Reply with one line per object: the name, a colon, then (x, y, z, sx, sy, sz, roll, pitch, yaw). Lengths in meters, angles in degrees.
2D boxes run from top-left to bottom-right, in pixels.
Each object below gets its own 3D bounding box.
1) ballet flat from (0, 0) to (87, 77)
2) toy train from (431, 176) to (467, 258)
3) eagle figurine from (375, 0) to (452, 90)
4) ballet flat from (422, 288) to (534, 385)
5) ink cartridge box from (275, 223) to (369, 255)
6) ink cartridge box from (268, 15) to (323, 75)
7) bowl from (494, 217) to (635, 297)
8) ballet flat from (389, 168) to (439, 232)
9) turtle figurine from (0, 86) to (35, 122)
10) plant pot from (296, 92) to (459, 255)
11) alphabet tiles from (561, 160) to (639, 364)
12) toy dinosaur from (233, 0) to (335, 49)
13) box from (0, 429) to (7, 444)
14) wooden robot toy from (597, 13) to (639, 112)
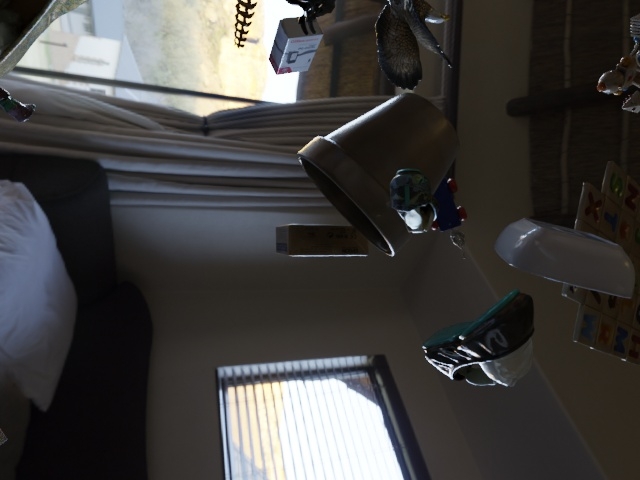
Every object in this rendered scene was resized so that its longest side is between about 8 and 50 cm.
ballet flat: (-0.258, -0.235, 0.337, 0.348, 0.123, 0.123, -25, -119, 28)
toy train: (0.384, -0.076, 1.262, 0.143, 0.105, 0.248, -59, 127, -70)
eagle figurine: (0.261, -0.609, 1.163, 0.226, 0.225, 0.299, 0, 93, -68)
ballet flat: (0.227, 0.144, 0.563, 0.096, 0.095, 0.280, 52, -15, 16)
ink cartridge box: (0.000, 0.000, 1.200, 0.193, 0.234, 0.088, 177, -86, -75)
ink cartridge box: (-0.071, -0.540, 1.152, 0.063, 0.109, 0.150, 67, -24, 9)
bowl: (0.298, 0.012, 0.515, 0.142, 0.142, 0.053, -38, 141, -73)
ballet flat: (0.138, -0.044, 0.609, 0.070, 0.188, 0.070, -5, -103, 23)
turtle figurine: (-0.644, -0.301, 0.728, 0.234, 0.175, 0.118, 71, 12, -51)
plant pot: (0.151, -0.174, 0.952, 0.280, 0.323, 0.323, -44, -151, -1)
alphabet tiles: (0.501, 0.047, 0.681, 0.011, 0.342, 0.286, 4, -105, 57)
toy dinosaur: (-0.069, -0.530, 0.806, 0.322, 0.218, 0.165, -43, -150, 33)
box: (-0.667, 0.307, 0.739, 0.130, 0.091, 0.171, -1, -66, 39)
wooden robot toy: (0.491, -0.264, 0.662, 0.173, 0.078, 0.076, 61, 8, -49)
